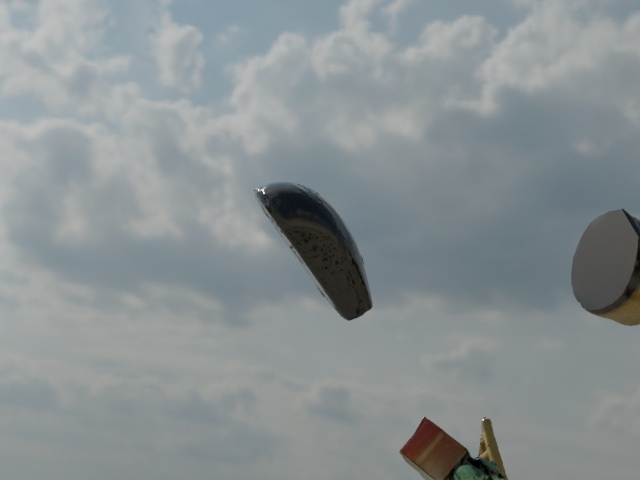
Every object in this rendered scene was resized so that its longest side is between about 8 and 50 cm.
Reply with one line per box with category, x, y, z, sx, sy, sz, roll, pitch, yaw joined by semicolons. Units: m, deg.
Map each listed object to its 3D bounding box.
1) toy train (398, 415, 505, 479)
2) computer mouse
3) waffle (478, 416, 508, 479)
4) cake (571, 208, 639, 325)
toy train;0.169;0.291;1.420;0.118;0.074;0.176;35;-12;29
computer mouse;0.000;0.000;1.922;0.269;0.100;0.170;55;-2;-24
waffle;0.264;0.375;1.905;0.023;0.152;0.097;15;-46;-32
cake;0.560;0.057;2.038;0.178;0.185;0.208;13;-26;-18
